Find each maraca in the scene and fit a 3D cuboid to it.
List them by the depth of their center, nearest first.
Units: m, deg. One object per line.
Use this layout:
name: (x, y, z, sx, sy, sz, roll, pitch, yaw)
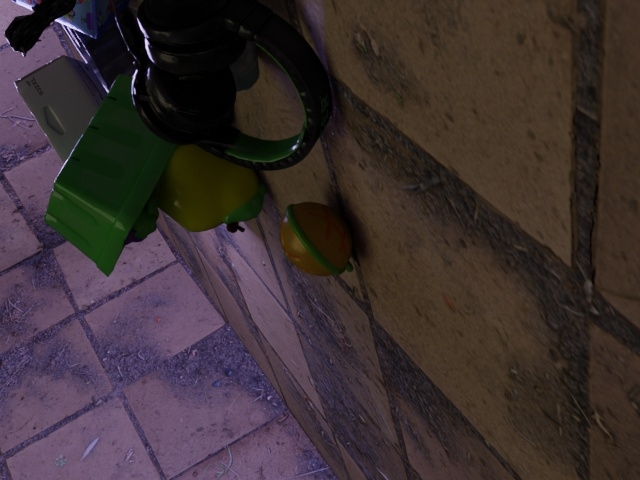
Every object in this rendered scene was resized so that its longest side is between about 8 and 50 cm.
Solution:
maraca: (0.000, 0.000, 1.299, 0.127, 0.099, 0.186, 59, -168, 14)

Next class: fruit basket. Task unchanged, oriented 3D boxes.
fruit basket: (-0.300, -0.111, 1.692, 0.392, 0.392, 0.283, 58, 146, 10)

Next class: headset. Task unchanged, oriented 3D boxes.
headset: (-0.182, -0.213, 1.084, 0.394, 0.185, 0.243, 30, 144, 4)

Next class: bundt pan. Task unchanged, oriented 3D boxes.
bundt pan: (-0.537, -0.515, 2.061, 0.330, 0.124, 0.331, 55, 169, 15)

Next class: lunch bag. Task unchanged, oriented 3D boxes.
lunch bag: (-0.532, -0.589, 1.757, 0.221, 0.138, 0.293, 25, 152, 8)

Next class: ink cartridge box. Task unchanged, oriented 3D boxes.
ink cartridge box: (-0.543, -0.286, 1.956, 0.223, 0.129, 0.307, 59, 180, -10)

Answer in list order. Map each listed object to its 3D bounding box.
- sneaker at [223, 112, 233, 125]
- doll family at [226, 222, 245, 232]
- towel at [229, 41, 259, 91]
sneaker: (-0.228, -0.290, 1.504, 0.130, 0.109, 0.286, 62, 166, 19)
doll family: (-0.253, -0.082, 1.982, 0.193, 0.076, 0.111, 21, -164, -13)
towel: (-0.217, -0.422, 1.220, 0.374, 0.090, 0.320, 49, 163, 38)
